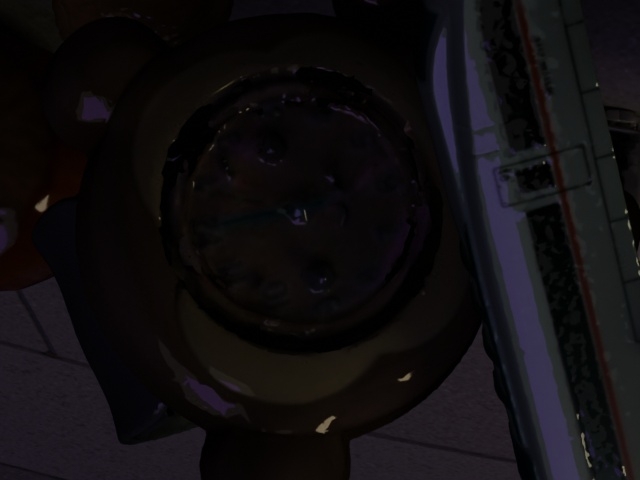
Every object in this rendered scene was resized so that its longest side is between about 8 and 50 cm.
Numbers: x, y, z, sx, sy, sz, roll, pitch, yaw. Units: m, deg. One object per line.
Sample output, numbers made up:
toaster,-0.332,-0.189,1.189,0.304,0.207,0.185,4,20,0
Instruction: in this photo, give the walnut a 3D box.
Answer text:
walnut,-0.110,-0.152,1.090,0.124,0.105,0.105,7,153,34

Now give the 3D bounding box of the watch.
watch,0.000,0.000,1.097,0.335,0.314,0.327,-24,174,-6

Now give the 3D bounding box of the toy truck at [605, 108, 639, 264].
toy truck,0.188,0.007,1.240,0.125,0.101,0.242,4,154,10

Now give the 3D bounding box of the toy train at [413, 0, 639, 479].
toy train,0.106,-0.030,0.867,0.088,0.086,0.407,-15,113,4

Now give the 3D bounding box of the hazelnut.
hazelnut,-0.232,-0.060,1.243,0.214,0.214,0.176,32,110,-29
